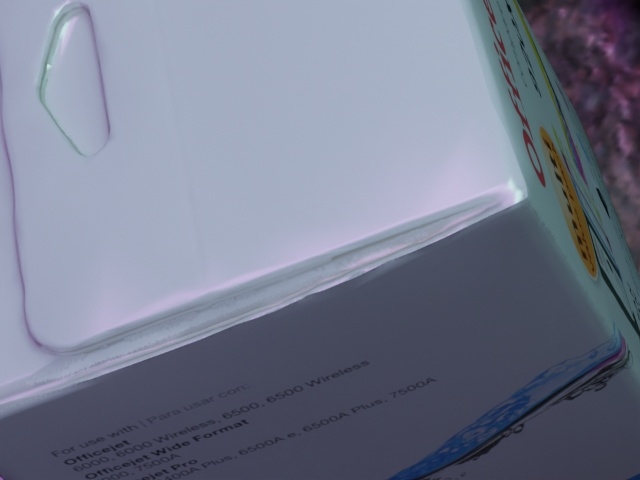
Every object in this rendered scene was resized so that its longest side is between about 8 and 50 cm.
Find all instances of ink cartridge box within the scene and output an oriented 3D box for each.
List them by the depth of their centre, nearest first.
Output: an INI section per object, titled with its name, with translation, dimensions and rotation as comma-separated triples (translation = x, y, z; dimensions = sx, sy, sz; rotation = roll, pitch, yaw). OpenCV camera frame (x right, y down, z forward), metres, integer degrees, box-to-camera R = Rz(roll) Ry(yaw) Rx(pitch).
[ink cartridge box]
translation = 0.000, 0.000, 0.555
dimensions = 0.168, 0.232, 0.171
rotation = -22, 57, 13

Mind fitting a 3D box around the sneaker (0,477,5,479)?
[sneaker]
translation = -0.089, 0.126, 0.629
dimensions = 0.131, 0.112, 0.319
rotation = 0, 54, -8
